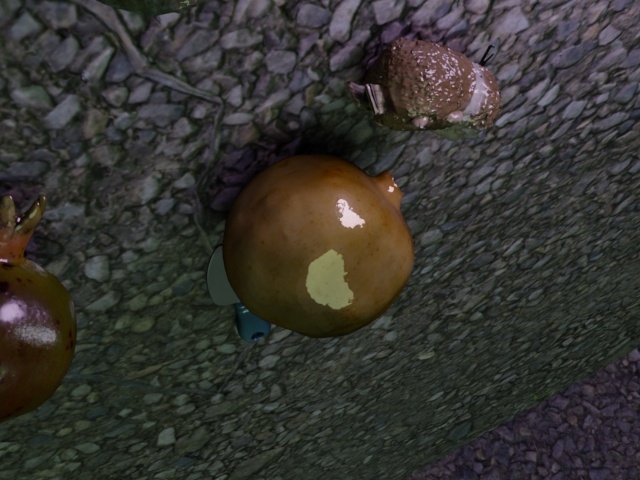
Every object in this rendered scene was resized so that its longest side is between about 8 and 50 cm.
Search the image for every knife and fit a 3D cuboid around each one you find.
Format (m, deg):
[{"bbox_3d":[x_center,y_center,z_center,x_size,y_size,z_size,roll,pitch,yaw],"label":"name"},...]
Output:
[{"bbox_3d":[-0.121,0.078,1.271,0.058,0.032,0.244,-21,146,1],"label":"knife"}]

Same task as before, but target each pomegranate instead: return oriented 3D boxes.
[{"bbox_3d":[-0.005,0.006,1.073,0.233,0.233,0.233,-22,150,-13],"label":"pomegranate"},{"bbox_3d":[-0.328,0.075,0.927,0.246,0.198,0.198,-50,150,-2],"label":"pomegranate"}]

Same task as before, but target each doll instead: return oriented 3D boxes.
[{"bbox_3d":[0.107,-0.165,1.007,0.221,0.105,0.115,-5,106,-36],"label":"doll"}]

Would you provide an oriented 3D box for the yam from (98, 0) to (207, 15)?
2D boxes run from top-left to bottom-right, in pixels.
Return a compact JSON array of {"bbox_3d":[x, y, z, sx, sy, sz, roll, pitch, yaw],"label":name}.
[{"bbox_3d":[-0.152,-0.292,0.563,0.133,0.133,0.330,-26,147,-6],"label":"yam"}]
